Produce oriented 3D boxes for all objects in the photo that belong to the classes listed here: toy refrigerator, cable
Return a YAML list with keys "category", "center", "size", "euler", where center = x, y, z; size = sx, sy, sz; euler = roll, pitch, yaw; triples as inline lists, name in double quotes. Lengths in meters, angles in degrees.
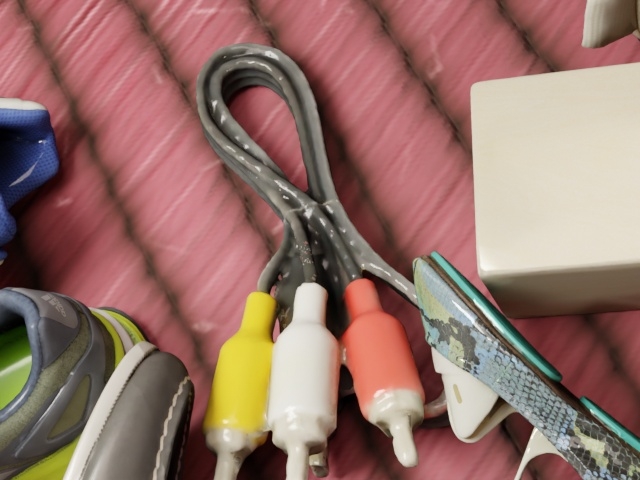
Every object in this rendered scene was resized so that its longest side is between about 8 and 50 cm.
- category: "toy refrigerator"
  center: [0.215, -0.029, 0.730]
  size: [0.269, 0.094, 0.102]
  euler: [-6, 71, 15]
- category: "cable"
  center: [0.000, 0.000, 0.792]
  size: [0.139, 0.072, 0.287]
  euler: [-11, 62, 6]

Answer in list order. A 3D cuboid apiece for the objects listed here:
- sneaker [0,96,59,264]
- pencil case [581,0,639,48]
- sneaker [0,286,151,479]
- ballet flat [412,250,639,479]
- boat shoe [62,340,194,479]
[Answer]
- category: "sneaker"
  center: [-0.234, -0.007, 0.783]
  size: [0.131, 0.112, 0.296]
  euler: [-1, 33, 15]
- category: "pencil case"
  center: [0.212, -0.290, 0.812]
  size: [0.183, 0.160, 0.410]
  euler: [-1, 64, -5]
- category: "sneaker"
  center: [-0.229, 0.120, 0.777]
  size: [0.300, 0.121, 0.111]
  euler: [-40, 60, -4]
- category: "ballet flat"
  center: [0.099, 0.086, 0.708]
  size: [0.188, 0.070, 0.070]
  euler: [42, 83, 15]
- category: "boat shoe"
  center: [-0.104, 0.218, 0.711]
  size: [0.095, 0.112, 0.335]
  euler: [18, 77, 6]
